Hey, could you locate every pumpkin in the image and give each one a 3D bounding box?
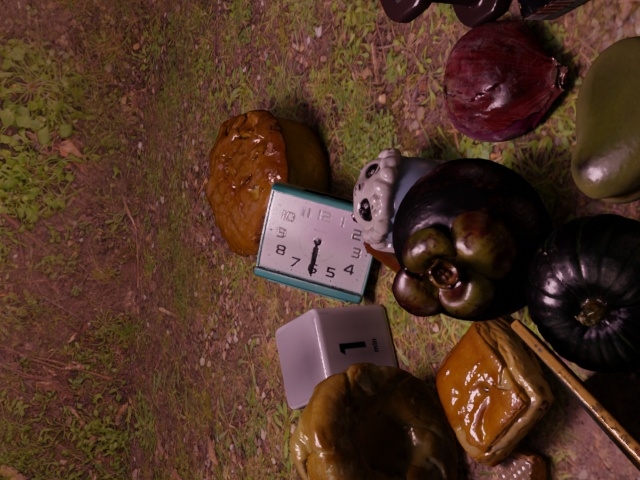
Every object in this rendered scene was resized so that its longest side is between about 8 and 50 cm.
[{"bbox_3d":[0.434,0.086,1.385,0.250,0.216,0.250,10,113,25],"label":"pumpkin"}]

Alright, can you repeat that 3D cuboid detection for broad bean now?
[{"bbox_3d":[0.473,-0.187,1.392,0.189,0.121,0.263,10,98,53],"label":"broad bean"}]

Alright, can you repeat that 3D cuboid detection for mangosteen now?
[{"bbox_3d":[0.254,0.017,1.575,0.313,0.297,0.297,-49,30,-16],"label":"mangosteen"}]

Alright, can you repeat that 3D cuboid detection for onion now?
[{"bbox_3d":[0.321,-0.292,1.630,0.283,0.120,0.227,3,99,57],"label":"onion"}]

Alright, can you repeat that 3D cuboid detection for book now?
[{"bbox_3d":[0.447,0.291,1.329,0.032,0.269,0.389,-43,40,5],"label":"book"}]

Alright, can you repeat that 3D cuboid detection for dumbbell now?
[{"bbox_3d":[0.230,-0.467,1.665,0.140,0.225,0.124,-29,70,56],"label":"dumbbell"}]

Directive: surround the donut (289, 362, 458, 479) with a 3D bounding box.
[{"bbox_3d":[0.116,0.421,1.789,0.170,0.360,0.360,-39,59,50],"label":"donut"}]

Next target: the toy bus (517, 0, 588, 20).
[{"bbox_3d":[0.472,-0.461,1.408,0.409,0.092,0.093,-19,77,56],"label":"toy bus"}]

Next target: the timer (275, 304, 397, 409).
[{"bbox_3d":[0.036,0.262,2.025,0.192,0.195,0.194,-34,63,53],"label":"timer"}]

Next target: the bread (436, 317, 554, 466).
[{"bbox_3d":[0.306,0.269,1.647,0.210,0.099,0.235,-58,34,31],"label":"bread"}]

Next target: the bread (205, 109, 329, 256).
[{"bbox_3d":[-0.142,-0.140,2.279,0.398,0.215,0.398,1,91,56],"label":"bread"}]

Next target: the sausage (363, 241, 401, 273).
[{"bbox_3d":[0.222,0.071,1.841,0.371,0.082,0.082,39,123,49],"label":"sausage"}]

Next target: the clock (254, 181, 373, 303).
[{"bbox_3d":[0.000,0.000,2.068,0.116,0.262,0.231,-49,-28,-71],"label":"clock"}]

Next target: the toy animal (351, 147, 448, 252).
[{"bbox_3d":[0.170,-0.083,1.788,0.156,0.204,0.208,138,145,-79],"label":"toy animal"}]

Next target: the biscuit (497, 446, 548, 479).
[{"bbox_3d":[0.364,0.569,1.645,0.094,0.054,0.378,8,98,58],"label":"biscuit"}]
